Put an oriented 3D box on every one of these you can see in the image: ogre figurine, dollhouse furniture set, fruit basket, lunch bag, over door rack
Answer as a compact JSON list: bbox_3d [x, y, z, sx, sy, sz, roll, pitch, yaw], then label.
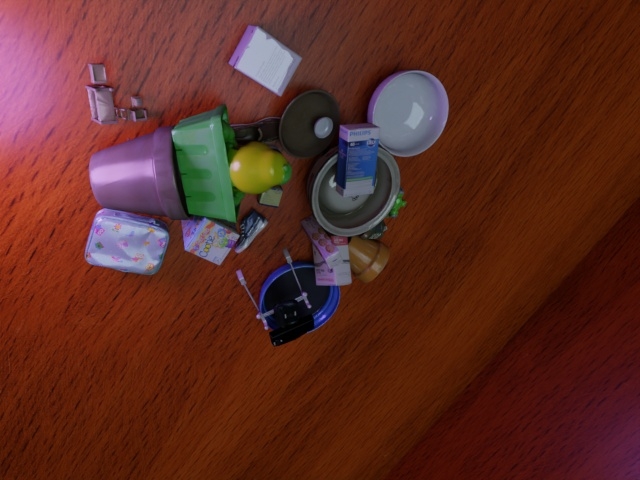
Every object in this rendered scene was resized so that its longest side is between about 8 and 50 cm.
[{"bbox_3d":[0.323,-0.180,1.922,0.097,0.118,0.196,22,108,-29],"label":"ogre figurine"},{"bbox_3d":[-0.676,-0.490,1.413,0.161,0.101,0.181,-20,125,-40],"label":"dollhouse furniture set"},{"bbox_3d":[-0.282,-0.258,1.448,0.393,0.282,0.391,-3,117,-6],"label":"fruit basket"},{"bbox_3d":[-0.723,0.002,1.626,0.280,0.108,0.223,14,106,-28],"label":"lunch bag"},{"bbox_3d":[-0.193,0.227,1.858,0.240,0.108,0.324,-25,122,-8],"label":"over door rack"}]

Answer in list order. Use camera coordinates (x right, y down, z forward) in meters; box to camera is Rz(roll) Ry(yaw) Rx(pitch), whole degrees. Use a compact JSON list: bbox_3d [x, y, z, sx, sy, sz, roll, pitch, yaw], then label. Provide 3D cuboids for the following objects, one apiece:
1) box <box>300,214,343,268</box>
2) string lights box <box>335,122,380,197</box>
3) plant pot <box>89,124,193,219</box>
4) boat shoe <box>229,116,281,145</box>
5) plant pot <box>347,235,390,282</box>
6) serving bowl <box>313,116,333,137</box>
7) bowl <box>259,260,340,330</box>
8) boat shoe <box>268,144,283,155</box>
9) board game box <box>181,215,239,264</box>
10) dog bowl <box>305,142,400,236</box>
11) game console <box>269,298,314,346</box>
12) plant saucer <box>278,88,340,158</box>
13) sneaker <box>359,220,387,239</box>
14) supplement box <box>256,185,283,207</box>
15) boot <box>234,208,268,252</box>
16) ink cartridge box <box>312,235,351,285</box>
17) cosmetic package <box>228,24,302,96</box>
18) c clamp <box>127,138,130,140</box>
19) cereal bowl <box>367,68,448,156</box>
[{"bbox_3d":[0.000,0.000,1.771,0.067,0.324,0.063,-27,126,-5],"label":"box"},{"bbox_3d":[0.138,-0.301,1.609,0.134,0.076,0.259,-10,121,-22],"label":"string lights box"},{"bbox_3d":[-0.601,-0.216,1.450,0.281,0.323,0.322,-6,119,-7],"label":"plant pot"},{"bbox_3d":[-0.228,-0.400,1.607,0.258,0.095,0.095,-15,121,-13],"label":"boat shoe"},{"bbox_3d":[0.180,0.060,1.962,0.188,0.205,0.205,35,101,-16],"label":"plant pot"},{"bbox_3d":[0.007,-0.438,1.643,0.084,0.027,0.083,-23,137,-24],"label":"serving bowl"},{"bbox_3d":[-0.100,0.272,2.026,0.392,0.077,0.390,-9,119,-16],"label":"bowl"},{"bbox_3d":[-0.286,-0.282,1.644,0.302,0.102,0.108,-18,121,-12],"label":"boat shoe"},{"bbox_3d":[-0.420,-0.052,1.612,0.142,0.275,0.144,29,104,-31],"label":"board game box"},{"bbox_3d":[0.121,-0.227,1.786,0.409,0.150,0.407,-13,123,-20],"label":"dog bowl"},{"bbox_3d":[-0.131,0.357,1.903,0.213,0.043,0.361,-22,147,-15],"label":"game console"},{"bbox_3d":[-0.046,-0.447,1.642,0.278,0.041,0.277,-24,138,-24],"label":"plant saucer"},{"bbox_3d":[0.249,-0.039,1.931,0.064,0.192,0.086,-29,102,41],"label":"sneaker"},{"bbox_3d":[-0.208,-0.187,1.752,0.084,0.056,0.083,8,113,-24],"label":"supplement box"},{"bbox_3d":[-0.314,-0.041,1.791,0.086,0.069,0.190,42,89,-25],"label":"boot"},{"bbox_3d":[0.048,0.088,1.880,0.092,0.159,0.217,-7,90,-35],"label":"ink cartridge box"},{"bbox_3d":[-0.193,-0.618,1.471,0.184,0.151,0.151,26,105,-30],"label":"cosmetic package"},{"bbox_3d":[-0.737,-0.281,1.525,0.161,0.022,0.137,-19,127,-13],"label":"c clamp"},{"bbox_3d":[0.336,-0.519,1.733,0.340,0.141,0.338,-9,119,-16],"label":"cereal bowl"}]
